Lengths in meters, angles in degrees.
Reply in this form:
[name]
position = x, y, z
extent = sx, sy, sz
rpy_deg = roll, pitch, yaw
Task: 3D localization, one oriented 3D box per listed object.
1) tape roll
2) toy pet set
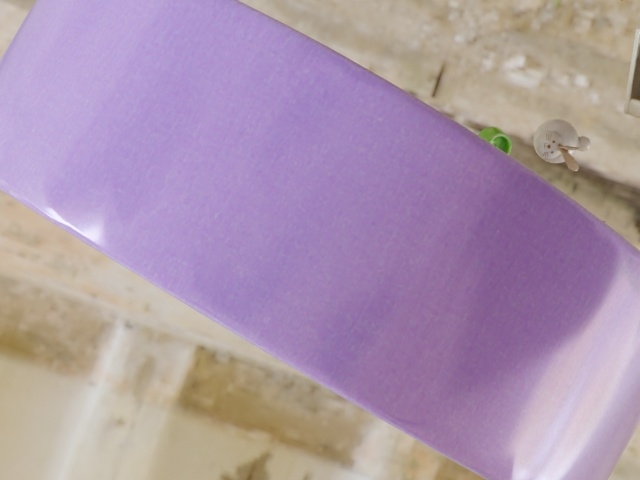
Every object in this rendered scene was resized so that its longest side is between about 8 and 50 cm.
[tape roll]
position = 0.000, 0.000, 0.544
extent = 0.275, 0.090, 0.275
rpy_deg = 30, 177, 2
[toy pet set]
position = 0.131, -0.055, 0.583
extent = 0.114, 0.122, 0.065
rpy_deg = -2, -163, -26
